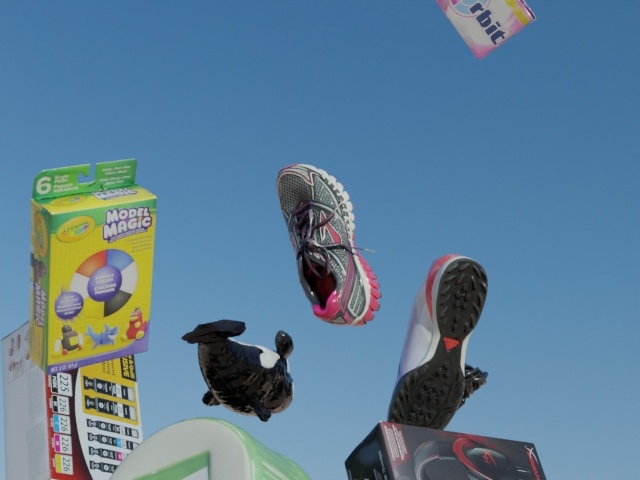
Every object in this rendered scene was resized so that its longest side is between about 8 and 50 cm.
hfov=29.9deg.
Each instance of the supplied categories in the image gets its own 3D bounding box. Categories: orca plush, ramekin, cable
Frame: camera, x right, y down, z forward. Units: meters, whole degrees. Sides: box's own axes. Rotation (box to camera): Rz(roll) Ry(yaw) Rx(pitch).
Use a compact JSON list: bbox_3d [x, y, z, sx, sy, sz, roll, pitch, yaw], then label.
[{"bbox_3d":[-0.084,0.192,1.639,0.151,0.102,0.287,-30,-30,-13],"label":"orca plush"},{"bbox_3d":[-0.162,0.385,1.606,0.303,0.303,0.148,-6,-40,33],"label":"ramekin"},{"bbox_3d":[0.222,0.270,2.200,0.150,0.047,0.184,-34,-38,31],"label":"cable"}]

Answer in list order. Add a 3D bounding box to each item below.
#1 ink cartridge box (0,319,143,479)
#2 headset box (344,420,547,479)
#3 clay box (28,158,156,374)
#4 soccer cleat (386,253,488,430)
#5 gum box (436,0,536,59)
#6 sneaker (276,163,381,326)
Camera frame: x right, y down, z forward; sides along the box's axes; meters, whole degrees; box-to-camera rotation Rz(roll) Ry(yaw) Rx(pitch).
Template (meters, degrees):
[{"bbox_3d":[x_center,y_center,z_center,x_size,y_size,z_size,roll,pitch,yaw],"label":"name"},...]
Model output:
[{"bbox_3d":[-0.400,0.310,2.076,0.130,0.309,0.272,-32,-36,32],"label":"ink cartridge box"},{"bbox_3d":[0.173,0.371,1.603,0.293,0.218,0.110,13,-48,-26],"label":"headset box"},{"bbox_3d":[-0.247,0.027,1.302,0.127,0.222,0.053,-12,30,-36],"label":"clay box"},{"bbox_3d":[0.174,0.176,1.898,0.109,0.318,0.116,17,0,-17],"label":"soccer cleat"},{"bbox_3d":[0.244,-0.396,1.914,0.107,0.188,0.062,-36,0,19],"label":"gum box"},{"bbox_3d":[0.000,0.000,1.975,0.121,0.299,0.112,-40,-27,31],"label":"sneaker"}]
